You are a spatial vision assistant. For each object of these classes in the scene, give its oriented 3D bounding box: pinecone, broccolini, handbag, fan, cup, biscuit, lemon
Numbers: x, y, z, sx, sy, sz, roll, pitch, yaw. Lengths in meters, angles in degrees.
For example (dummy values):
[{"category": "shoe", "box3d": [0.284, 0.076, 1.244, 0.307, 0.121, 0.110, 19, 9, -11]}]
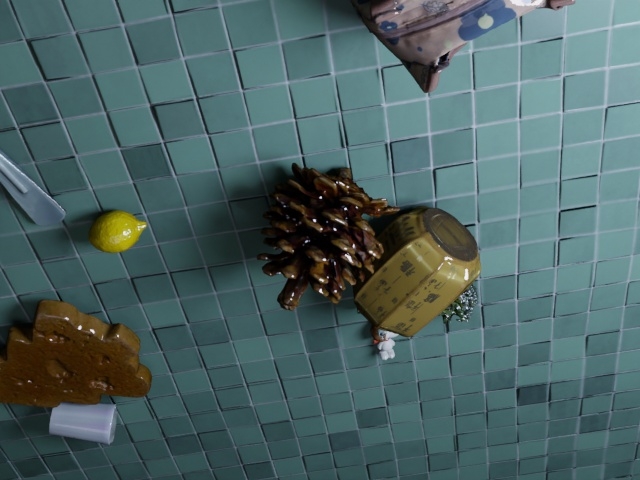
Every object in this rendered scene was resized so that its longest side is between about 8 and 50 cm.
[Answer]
[{"category": "pinecone", "box3d": [0.001, 0.000, 1.268, 0.186, 0.169, 0.212, 22, 107, 22]}, {"category": "broccolini", "box3d": [0.161, 0.093, 1.466, 0.203, 0.068, 0.091, 1, 121, 15]}, {"category": "handbag", "box3d": [0.155, -0.302, 0.993, 0.252, 0.193, 0.190, -31, 123, 21]}, {"category": "fan", "box3d": [-0.461, -0.114, 1.228, 0.057, 0.023, 0.282, -18, 132, 23]}, {"category": "cup", "box3d": [-0.432, 0.335, 1.619, 0.116, 0.074, 0.104, 8, 160, -7]}, {"category": "biscuit", "box3d": [-0.449, 0.208, 1.510, 0.302, 0.043, 0.278, -20, 133, 15]}, {"category": "lemon", "box3d": [-0.302, -0.013, 1.308, 0.092, 0.065, 0.065, -12, 132, 6]}]

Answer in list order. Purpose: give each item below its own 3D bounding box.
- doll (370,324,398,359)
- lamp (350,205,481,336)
[{"category": "doll", "box3d": [0.110, 0.170, 1.530, 0.058, 0.040, 0.085, 1, 133, -20]}, {"category": "lamp", "box3d": [0.142, 0.048, 1.342, 0.161, 0.161, 0.185, 24, 130, -24]}]
